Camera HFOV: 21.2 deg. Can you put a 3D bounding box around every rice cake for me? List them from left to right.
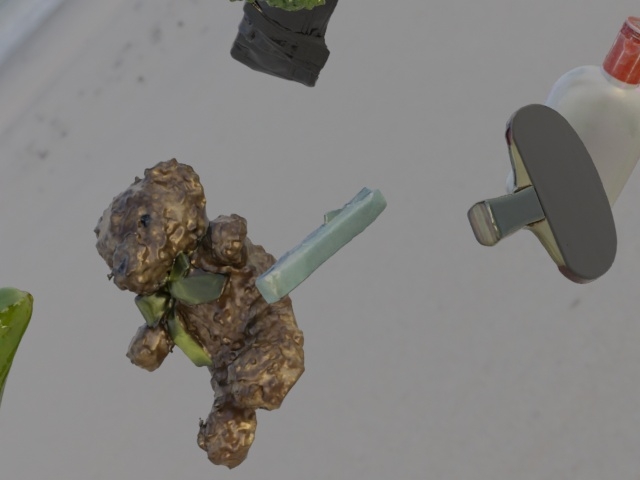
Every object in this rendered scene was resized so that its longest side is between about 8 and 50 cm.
[{"bbox_3d":[0.000,0.000,1.780,0.180,0.042,0.030,-40,12,-29],"label":"rice cake"}]

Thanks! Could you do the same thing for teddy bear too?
[{"bbox_3d":[-0.140,0.069,1.866,0.296,0.222,0.246,-88,24,-45],"label":"teddy bear"}]

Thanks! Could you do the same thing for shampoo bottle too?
[{"bbox_3d":[0.265,-0.113,1.649,0.221,0.108,0.051,-66,-4,30],"label":"shampoo bottle"}]

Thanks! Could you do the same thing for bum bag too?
[{"bbox_3d":[-0.035,-0.279,2.068,0.248,0.123,0.060,112,172,-50],"label":"bum bag"}]

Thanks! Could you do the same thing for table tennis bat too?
[{"bbox_3d":[0.178,-0.033,1.355,0.021,0.154,0.274,-23,-2,28],"label":"table tennis bat"}]

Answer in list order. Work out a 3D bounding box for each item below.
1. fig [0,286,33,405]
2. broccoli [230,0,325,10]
[{"bbox_3d":[-0.382,0.147,1.656,0.275,0.206,0.206,-39,20,-11],"label":"fig"},{"bbox_3d":[-0.084,-0.306,1.397,0.254,0.302,0.186,-28,-28,-39],"label":"broccoli"}]
